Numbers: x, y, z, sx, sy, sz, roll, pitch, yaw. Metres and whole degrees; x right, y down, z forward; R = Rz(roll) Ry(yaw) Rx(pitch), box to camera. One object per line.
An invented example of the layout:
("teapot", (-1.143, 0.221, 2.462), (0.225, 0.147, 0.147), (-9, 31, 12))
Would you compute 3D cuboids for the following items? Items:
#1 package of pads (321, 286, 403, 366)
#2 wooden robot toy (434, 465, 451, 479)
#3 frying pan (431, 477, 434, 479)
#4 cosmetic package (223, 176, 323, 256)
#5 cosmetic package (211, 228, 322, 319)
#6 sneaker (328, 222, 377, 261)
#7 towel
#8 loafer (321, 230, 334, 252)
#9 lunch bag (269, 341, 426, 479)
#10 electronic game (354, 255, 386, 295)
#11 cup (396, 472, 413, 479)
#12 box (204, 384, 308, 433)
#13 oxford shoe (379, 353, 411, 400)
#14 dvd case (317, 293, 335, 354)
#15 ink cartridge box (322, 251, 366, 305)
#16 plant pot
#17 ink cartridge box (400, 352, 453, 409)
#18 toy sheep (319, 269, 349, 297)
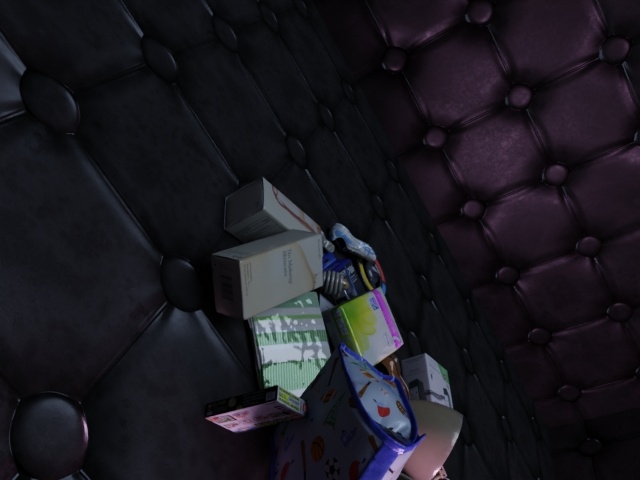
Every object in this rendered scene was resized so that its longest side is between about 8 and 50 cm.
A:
("package of pads", (0.145, 0.302, 1.957), (0.296, 0.101, 0.229), (-15, 83, -55))
("wooden robot toy", (0.430, 0.861, 2.202), (0.079, 0.076, 0.173), (139, -71, -80))
("frying pan", (0.352, 0.856, 1.983), (0.326, 0.053, 0.197), (-48, 147, -53))
("cosmetic package", (-0.136, -0.038, 1.753), (0.296, 0.153, 0.129), (41, 33, -44))
("cosmetic package", (-0.133, 0.081, 1.548), (0.309, 0.113, 0.160), (-20, 113, -47))
("sneaker", (0.122, 0.024, 2.271), (0.237, 0.085, 0.086), (35, 72, -27))
("towel", (-0.081, 0.297, 1.601), (0.247, 0.038, 0.325), (3, 62, -35))
("loafer", (0.000, 0.000, 2.124), (0.125, 0.039, 0.045), (47, 64, -29))
("lunch bag", (0.056, 0.471, 1.296), (0.238, 0.328, 0.385), (32, 8, -9))
("electronic game", (0.205, 0.134, 2.385), (0.229, 0.048, 0.229), (43, 33, -38))
("cup", (0.103, 0.745, 1.410), (0.331, 0.330, 0.237), (-38, 127, -64))
("box", (-0.144, 0.380, 1.306), (0.114, 0.206, 0.036), (43, 37, -40))
("oxford shoe", (0.270, 0.533, 2.167), (0.076, 0.076, 0.212), (-22, 91, -35))
("dvd case", (0.038, 0.317, 1.922), (0.179, 0.029, 0.239), (45, 32, -37))
("ink cartridge box", (0.102, 0.188, 2.122), (0.333, 0.065, 0.165), (63, 26, -4))
("plant pot", (0.314, 0.645, 1.953), (0.190, 0.284, 0.284), (34, 26, 7))
("ink cartridge box", (0.428, 0.626, 2.304), (0.211, 0.121, 0.289), (41, 35, -41))
("toy sheep", (0.033, 0.143, 1.981), (0.091, 0.132, 0.091), (-172, -90, -87))
